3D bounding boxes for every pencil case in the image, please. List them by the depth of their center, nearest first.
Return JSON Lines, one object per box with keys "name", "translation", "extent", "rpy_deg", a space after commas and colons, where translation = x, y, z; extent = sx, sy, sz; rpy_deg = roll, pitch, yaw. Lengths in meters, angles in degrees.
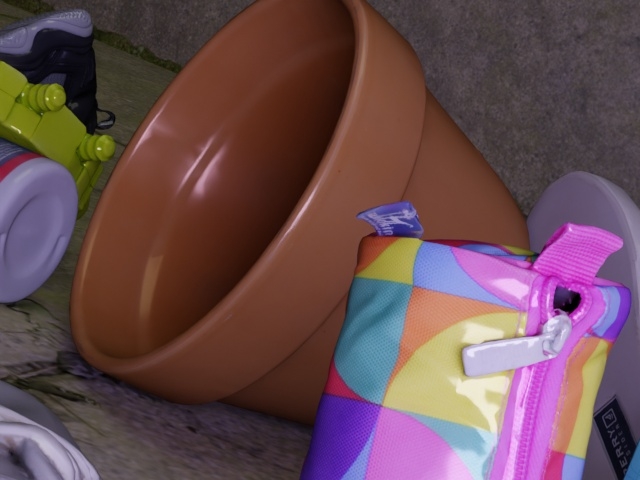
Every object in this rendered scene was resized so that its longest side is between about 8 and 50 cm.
{"name": "pencil case", "translation": [0.034, 0.107, 0.505], "extent": [0.104, 0.236, 0.104], "rpy_deg": [13, -4, 1]}

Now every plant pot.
{"name": "plant pot", "translation": [0.000, 0.000, 1.006], "extent": [0.203, 0.291, 0.291], "rpy_deg": [33, 2, -29]}

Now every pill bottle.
{"name": "pill bottle", "translation": [-0.275, -0.036, 1.079], "extent": [0.180, 0.108, 0.108], "rpy_deg": [23, 10, 21]}

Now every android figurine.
{"name": "android figurine", "translation": [-0.279, -0.088, 1.183], "extent": [0.273, 0.056, 0.248], "rpy_deg": [1, -33, 39]}

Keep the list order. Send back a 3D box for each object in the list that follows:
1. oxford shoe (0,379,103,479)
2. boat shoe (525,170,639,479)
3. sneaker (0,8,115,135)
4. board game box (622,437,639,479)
{"name": "oxford shoe", "translation": [-0.126, 0.108, 0.518], "extent": [0.169, 0.130, 0.449], "rpy_deg": [16, 9, -10]}
{"name": "boat shoe", "translation": [0.229, 0.114, 0.944], "extent": [0.158, 0.127, 0.341], "rpy_deg": [20, 44, -31]}
{"name": "sneaker", "translation": [-0.318, -0.118, 1.474], "extent": [0.268, 0.153, 0.101], "rpy_deg": [-30, 21, -31]}
{"name": "board game box", "translation": [0.162, 0.158, 0.557], "extent": [0.160, 0.210, 0.047], "rpy_deg": [15, 11, -29]}
